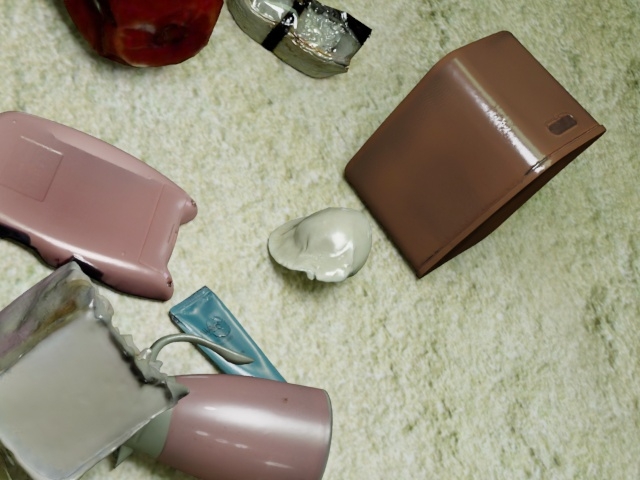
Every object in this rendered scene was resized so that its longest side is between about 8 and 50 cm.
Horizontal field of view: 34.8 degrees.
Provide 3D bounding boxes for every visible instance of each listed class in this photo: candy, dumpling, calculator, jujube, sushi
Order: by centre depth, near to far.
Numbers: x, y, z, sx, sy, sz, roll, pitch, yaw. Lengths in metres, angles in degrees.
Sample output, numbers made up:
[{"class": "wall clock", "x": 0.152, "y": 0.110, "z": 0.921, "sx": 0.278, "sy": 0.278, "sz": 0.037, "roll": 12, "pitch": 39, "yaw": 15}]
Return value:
[{"class": "candy", "x": -0.277, "y": 0.150, "z": 1.097, "sx": 0.195, "sy": 0.137, "sz": 0.185, "roll": -40, "pitch": 120, "yaw": -14}, {"class": "calculator", "x": -0.323, "y": -0.055, "z": 1.363, "sx": 0.329, "sy": 0.048, "sz": 0.220, "roll": 25, "pitch": 50, "yaw": -18}, {"class": "jujube", "x": -0.279, "y": -0.446, "z": 1.514, "sx": 0.276, "sy": 0.276, "sz": 0.377, "roll": 1, "pitch": 61, "yaw": -36}, {"class": "dumpling", "x": 0.000, "y": 0.002, "z": 1.532, "sx": 0.155, "sy": 0.181, "sz": 0.111, "roll": 7, "pitch": 90, "yaw": 2}, {"class": "sushi", "x": -0.063, "y": -0.368, "z": 1.736, "sx": 0.273, "sy": 0.134, "sz": 0.109, "roll": 26, "pitch": 75, "yaw": -29}]

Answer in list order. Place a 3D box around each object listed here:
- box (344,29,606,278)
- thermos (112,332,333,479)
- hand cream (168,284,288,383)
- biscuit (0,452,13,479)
[{"class": "box", "x": 0.232, "y": -0.138, "z": 1.632, "sx": 0.229, "sy": 0.339, "sz": 0.239, "roll": 51, "pitch": 45, "yaw": 9}, {"class": "thermos", "x": -0.129, "y": 0.213, "z": 1.249, "sx": 0.265, "sy": 0.146, "sz": 0.176, "roll": 16, "pitch": 82, "yaw": -16}, {"class": "hand cream", "x": -0.107, "y": 0.159, "z": 1.380, "sx": 0.224, "sy": 0.048, "sz": 0.083, "roll": 47, "pitch": 45, "yaw": 7}, {"class": "biscuit", "x": -0.408, "y": 0.396, "z": 0.940, "sx": 0.429, "sy": 0.104, "sz": 0.446, "roll": 52, "pitch": 42, "yaw": 8}]
